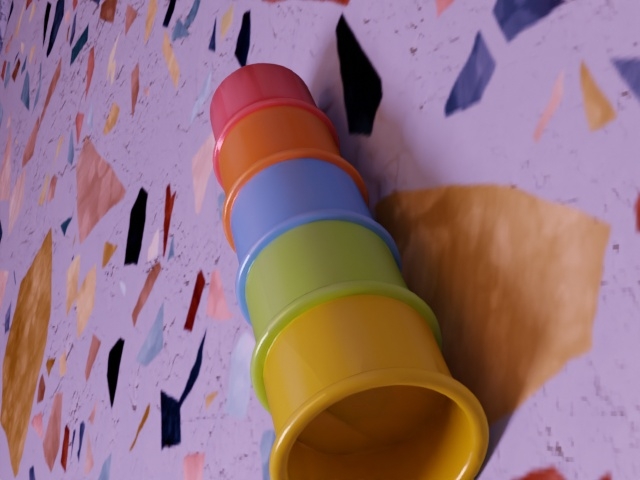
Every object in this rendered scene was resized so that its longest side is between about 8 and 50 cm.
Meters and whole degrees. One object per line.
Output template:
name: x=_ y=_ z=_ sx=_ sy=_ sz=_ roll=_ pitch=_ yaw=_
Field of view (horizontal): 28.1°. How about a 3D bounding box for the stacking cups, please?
stacking cups: x=0.000 y=0.000 z=0.655 sx=0.316 sy=0.096 sz=0.096 roll=-106 pitch=35 yaw=-53
